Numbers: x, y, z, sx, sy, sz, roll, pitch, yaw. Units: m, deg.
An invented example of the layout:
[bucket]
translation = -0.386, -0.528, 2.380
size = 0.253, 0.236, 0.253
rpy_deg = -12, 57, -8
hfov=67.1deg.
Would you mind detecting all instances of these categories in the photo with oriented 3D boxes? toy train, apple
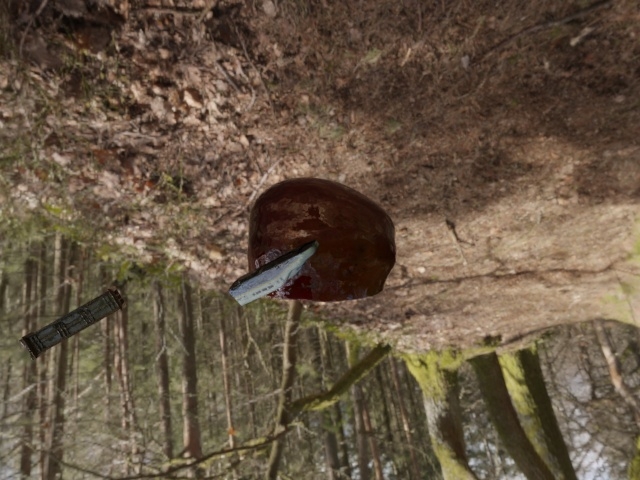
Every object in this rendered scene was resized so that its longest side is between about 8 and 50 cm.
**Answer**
[toy train]
translation = -0.084, 0.064, 0.955
size = 0.234, 0.052, 0.051
rpy_deg = -27, 108, 33
[apple]
translation = 0.000, 0.000, 1.170
size = 0.365, 0.328, 0.295
rpy_deg = 9, 167, 1

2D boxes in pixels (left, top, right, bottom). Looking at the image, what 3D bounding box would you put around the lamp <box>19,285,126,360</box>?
[lamp]
translation = -0.829, 0.275, 1.633
size = 0.326, 0.089, 0.090
rpy_deg = -31, -172, -8
